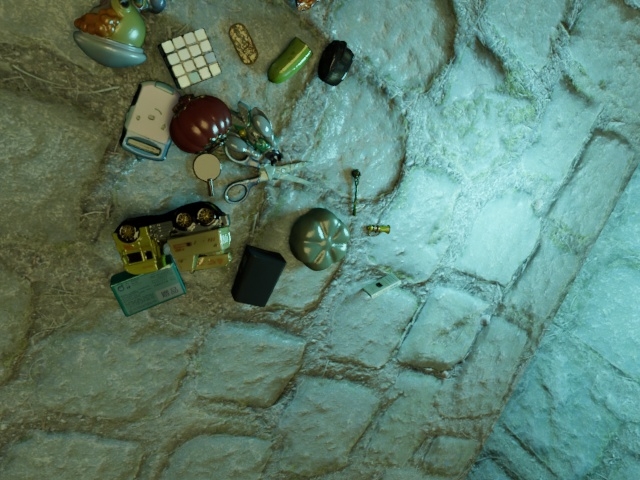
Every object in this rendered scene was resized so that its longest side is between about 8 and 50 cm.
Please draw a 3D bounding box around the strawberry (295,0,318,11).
[{"bbox_3d":[-0.041,-0.924,1.624,0.140,0.085,0.192,-15,121,-26],"label":"strawberry"}]

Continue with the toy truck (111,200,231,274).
[{"bbox_3d":[-0.526,0.005,1.667,0.405,0.180,0.254,-12,93,-5],"label":"toy truck"}]

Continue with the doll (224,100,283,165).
[{"bbox_3d":[-0.236,-0.400,1.696,0.258,0.153,0.195,23,116,-14],"label":"doll"}]

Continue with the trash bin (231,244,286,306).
[{"bbox_3d":[-0.270,0.154,1.938,0.165,0.115,0.225,16,107,-28],"label":"trash bin"}]

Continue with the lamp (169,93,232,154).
[{"bbox_3d":[-0.418,-0.407,1.576,0.227,0.227,0.227,-8,113,-20],"label":"lamp"}]

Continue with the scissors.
[{"bbox_3d":[-0.203,-0.270,1.842,0.383,0.029,0.256,-1,106,-25],"label":"scissors"}]

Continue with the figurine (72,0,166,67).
[{"bbox_3d":[-0.572,-0.694,1.411,0.382,0.224,0.205,-46,123,-1],"label":"figurine"}]

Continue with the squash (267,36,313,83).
[{"bbox_3d":[-0.121,-0.656,1.696,0.188,0.095,0.095,-47,120,3],"label":"squash"}]

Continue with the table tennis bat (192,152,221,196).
[{"bbox_3d":[-0.416,-0.239,1.714,0.107,0.119,0.170,-12,112,-17],"label":"table tennis bat"}]

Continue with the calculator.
[{"bbox_3d":[-0.596,-0.415,1.607,0.173,0.051,0.293,18,102,-29],"label":"calculator"}]

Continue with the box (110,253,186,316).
[{"bbox_3d":[-0.671,0.174,1.782,0.245,0.092,0.153,-21,117,-14],"label":"box"}]

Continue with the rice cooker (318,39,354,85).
[{"bbox_3d":[0.058,-0.679,1.746,0.106,0.112,0.165,25,99,-35],"label":"rice cooker"}]

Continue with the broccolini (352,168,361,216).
[{"bbox_3d":[0.159,-0.212,2.022,0.044,0.042,0.218,-11,120,-20],"label":"broccolini"}]

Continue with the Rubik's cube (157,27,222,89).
[{"bbox_3d":[-0.442,-0.612,1.539,0.155,0.151,0.154,-27,117,-10],"label":"Rubik's cube"}]

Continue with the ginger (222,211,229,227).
[{"bbox_3d":[-0.422,-0.051,1.813,0.103,0.073,0.162,19,97,-24],"label":"ginger"}]

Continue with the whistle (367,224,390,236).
[{"bbox_3d":[0.267,-0.050,2.131,0.109,0.057,0.046,1,65,-14],"label":"whistle"}]

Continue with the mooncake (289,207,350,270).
[{"bbox_3d":[0.000,0.000,1.977,0.275,0.135,0.275,-8,110,-24],"label":"mooncake"}]

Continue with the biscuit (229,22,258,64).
[{"bbox_3d":[-0.277,-0.709,1.646,0.071,0.018,0.147,-32,120,-10],"label":"biscuit"}]

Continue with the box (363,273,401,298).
[{"bbox_3d":[0.299,0.219,2.211,0.167,0.090,0.024,-26,118,-12],"label":"box"}]
